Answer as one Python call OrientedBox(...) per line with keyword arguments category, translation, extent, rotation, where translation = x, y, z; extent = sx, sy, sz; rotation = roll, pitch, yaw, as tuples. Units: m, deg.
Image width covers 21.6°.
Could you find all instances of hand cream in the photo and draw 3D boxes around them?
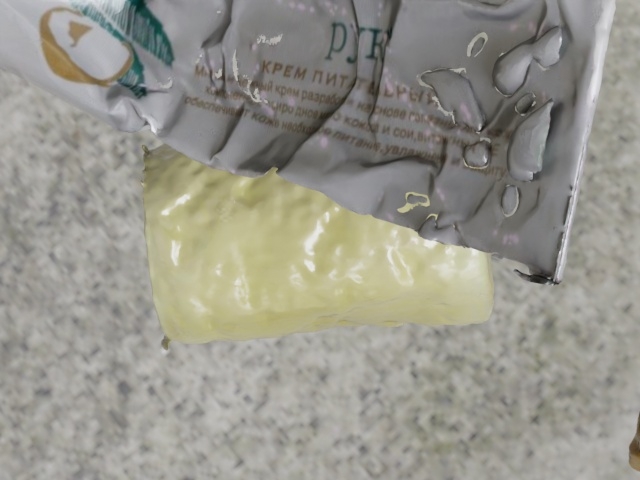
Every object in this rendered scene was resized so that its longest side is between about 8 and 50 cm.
OrientedBox(category="hand cream", translation=(-0.024, -0.056, 0.489), extent=(0.050, 0.257, 0.084), rotation=(15, 91, -52))

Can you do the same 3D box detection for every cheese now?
OrientedBox(category="cheese", translation=(0.000, 0.000, 0.826), extent=(0.167, 0.094, 0.123), rotation=(-3, 147, 4))

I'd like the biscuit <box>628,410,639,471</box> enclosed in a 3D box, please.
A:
OrientedBox(category="biscuit", translation=(0.290, 0.053, 1.098), extent=(0.031, 0.176, 0.228), rotation=(46, 55, -12))
